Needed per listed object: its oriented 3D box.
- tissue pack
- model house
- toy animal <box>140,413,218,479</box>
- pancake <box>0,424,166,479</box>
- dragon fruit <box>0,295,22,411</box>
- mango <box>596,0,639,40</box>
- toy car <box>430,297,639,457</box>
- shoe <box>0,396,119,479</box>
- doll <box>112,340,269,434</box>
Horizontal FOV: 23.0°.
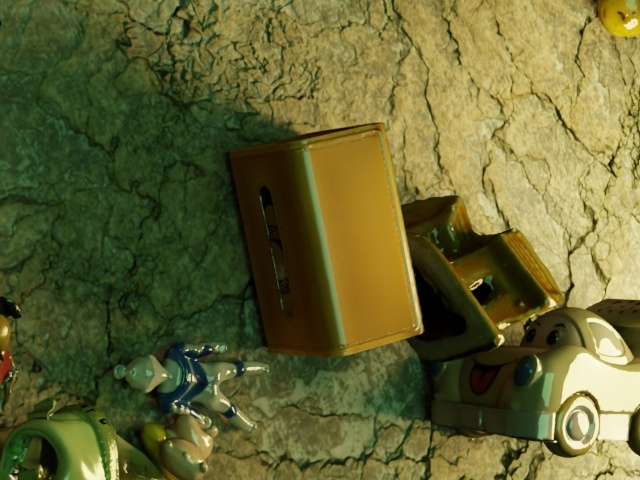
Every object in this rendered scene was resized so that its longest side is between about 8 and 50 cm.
[{"bbox_3d":[0.000,0.000,2.020,0.145,0.194,0.275,-13,95,-29],"label":"tissue pack"},{"bbox_3d":[0.203,0.033,2.139,0.239,0.173,0.268,-23,71,-33],"label":"model house"},{"bbox_3d":[-0.169,0.248,1.947,0.082,0.114,0.091,-40,95,-22],"label":"toy animal"},{"bbox_3d":[-0.316,0.397,1.857,0.387,0.082,0.387,3,84,-37],"label":"pancake"},{"bbox_3d":[-0.438,0.120,1.663,0.269,0.291,0.250,32,66,-30],"label":"dragon fruit"},{"bbox_3d":[0.477,-0.388,2.421,0.103,0.076,0.161,26,66,-24],"label":"mango"},{"bbox_3d":[0.344,0.182,2.211,0.336,0.242,0.226,8,86,-34],"label":"toy car"},{"bbox_3d":[-0.298,0.310,1.760,0.128,0.140,0.262,13,70,-39],"label":"shoe"},{"bbox_3d":[-0.166,0.174,1.983,0.227,0.057,0.114,19,84,-41],"label":"doll"}]
